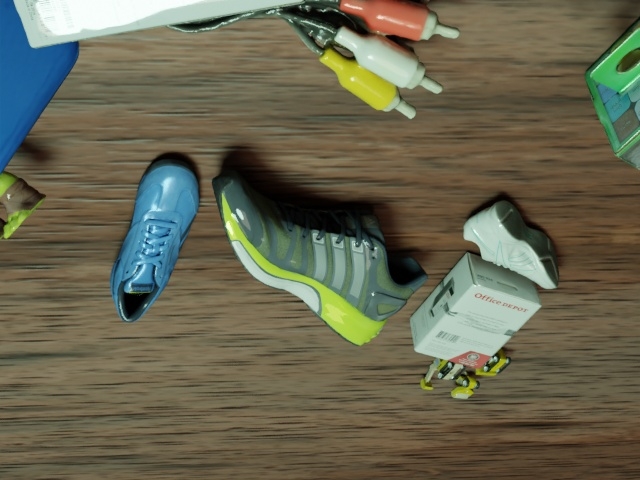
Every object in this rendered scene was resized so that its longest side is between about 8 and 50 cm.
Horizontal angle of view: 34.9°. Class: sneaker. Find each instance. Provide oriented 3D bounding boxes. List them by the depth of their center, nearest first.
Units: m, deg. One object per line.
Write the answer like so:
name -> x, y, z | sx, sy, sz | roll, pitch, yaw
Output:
sneaker -> -0.180, 0.006, 1.106 | 0.069, 0.082, 0.209 | 15, 130, -16
sneaker -> 0.000, 0.000, 1.114 | 0.121, 0.111, 0.300 | -39, 132, 17
sneaker -> 0.222, 0.009, 1.172 | 0.061, 0.053, 0.152 | -22, 132, 37

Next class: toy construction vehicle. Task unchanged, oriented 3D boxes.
toy construction vehicle -> 0.188, 0.169, 1.340 | 0.086, 0.035, 0.098 | 8, 137, -28

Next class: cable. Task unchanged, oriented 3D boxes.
cable -> -0.013, -0.207, 0.914 | 0.287, 0.072, 0.139 | 14, 127, -18

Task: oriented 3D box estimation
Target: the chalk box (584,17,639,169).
chalk box -> 0.349, -0.140, 0.973 | 0.213, 0.132, 0.132 | 26, 128, -26

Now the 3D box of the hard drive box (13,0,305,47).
hard drive box -> -0.139, -0.268, 0.808 | 0.232, 0.089, 0.181 | -8, 125, 4

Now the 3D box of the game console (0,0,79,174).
game console -> -0.407, -0.144, 0.871 | 0.293, 0.173, 0.250 | 38, 129, -25

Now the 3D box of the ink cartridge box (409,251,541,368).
ink cartridge box -> 0.186, 0.087, 1.235 | 0.099, 0.056, 0.135 | 18, 131, -22

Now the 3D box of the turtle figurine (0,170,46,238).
turtle figurine -> -0.391, -0.078, 0.993 | 0.269, 0.087, 0.217 | -36, 110, 22
